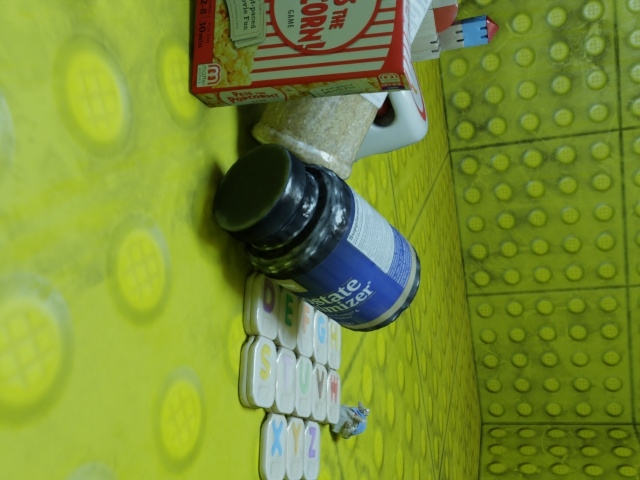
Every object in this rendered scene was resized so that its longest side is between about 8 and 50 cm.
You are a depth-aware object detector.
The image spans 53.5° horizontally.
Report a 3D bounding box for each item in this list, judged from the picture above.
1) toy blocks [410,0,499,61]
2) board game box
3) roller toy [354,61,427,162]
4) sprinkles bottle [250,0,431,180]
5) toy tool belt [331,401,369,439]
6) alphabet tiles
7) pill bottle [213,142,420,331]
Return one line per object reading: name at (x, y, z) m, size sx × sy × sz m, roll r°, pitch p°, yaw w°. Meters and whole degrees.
toy blocks at (0.203, -0.510, 1.244) m, size 0.190 × 0.261 × 0.381 m, roll -66°, pitch 146°, yaw -56°
board game box at (-0.016, -0.203, 0.573) m, size 0.045 × 0.194 × 0.146 m, roll 31°, pitch 59°, yaw -72°
roller toy at (0.056, -0.213, 0.891) m, size 0.209 × 0.146 × 0.191 m, roll 41°, pitch 36°, yaw -60°
sprinkles bottle at (0.049, -0.245, 0.669) m, size 0.355 × 0.121 × 0.121 m, roll -64°, pitch 163°, yaw 6°
toy tool belt at (0.049, 0.253, 0.892) m, size 0.083 × 0.051 × 0.052 m, roll 35°, pitch 52°, yaw -68°
alphabet tiles at (-0.024, 0.138, 0.751) m, size 0.284 × 0.021 × 0.278 m, roll 45°, pitch 43°, yaw -63°
pill bottle at (0.000, 0.000, 0.644) m, size 0.219 × 0.123 × 0.122 m, roll 38°, pitch 47°, yaw -42°
